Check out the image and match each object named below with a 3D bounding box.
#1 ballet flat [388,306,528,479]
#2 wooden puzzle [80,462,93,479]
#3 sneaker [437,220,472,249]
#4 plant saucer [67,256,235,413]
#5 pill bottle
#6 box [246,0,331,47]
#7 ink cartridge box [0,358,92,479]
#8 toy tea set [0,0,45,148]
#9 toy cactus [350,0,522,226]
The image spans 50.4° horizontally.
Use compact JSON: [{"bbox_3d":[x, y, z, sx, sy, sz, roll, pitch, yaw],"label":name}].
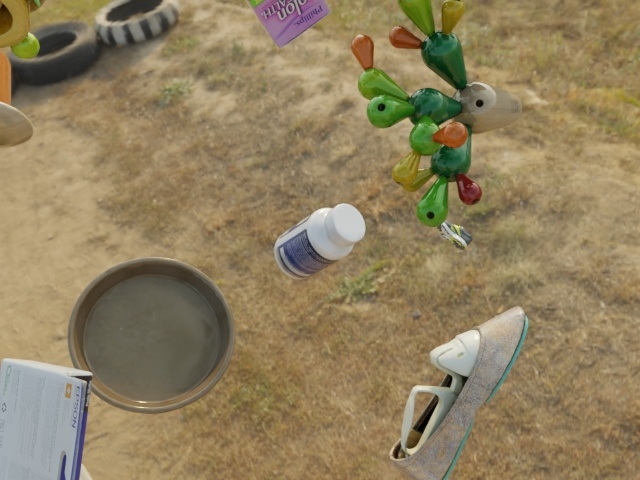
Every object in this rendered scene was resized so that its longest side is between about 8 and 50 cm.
[{"bbox_3d":[0.200,0.226,1.026,0.316,0.106,0.107,-63,6,1],"label":"ballet flat"},{"bbox_3d":[-0.459,0.385,1.004,0.221,0.044,0.238,-32,45,-25],"label":"wooden puzzle"},{"bbox_3d":[0.261,-0.017,1.325,0.035,0.031,0.083,-32,64,-21],"label":"sneaker"},{"bbox_3d":[-0.286,0.160,1.164,0.278,0.041,0.278,7,62,-14],"label":"plant saucer"},{"bbox_3d":[0.000,0.000,1.186,0.169,0.094,0.094,-32,20,48],"label":"pill bottle"},{"bbox_3d":[-0.111,-0.505,1.250,0.117,0.243,0.213,-35,29,6],"label":"box"},{"bbox_3d":[-0.314,0.255,0.774,0.224,0.045,0.223,-1,81,45],"label":"ink cartridge box"},{"bbox_3d":[-0.294,-0.146,0.415,0.200,0.336,0.124,-12,64,23],"label":"toy tea set"},{"bbox_3d":[0.120,-0.128,0.617,0.180,0.219,0.112,-7,-9,-36],"label":"toy cactus"}]
